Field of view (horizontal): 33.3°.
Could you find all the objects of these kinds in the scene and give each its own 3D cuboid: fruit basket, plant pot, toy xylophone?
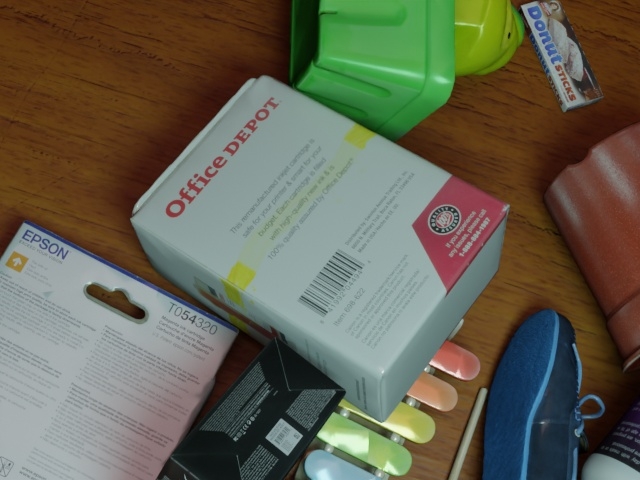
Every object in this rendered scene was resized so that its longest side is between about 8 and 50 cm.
[{"bbox_3d":[0.147,-0.326,1.455,0.392,0.283,0.392,3,79,-16],"label":"fruit basket"},{"bbox_3d":[0.455,-0.004,1.442,0.272,0.272,0.265,-24,70,-14],"label":"plant pot"},{"bbox_3d":[0.100,0.227,1.401,0.236,0.081,0.322,19,71,-3],"label":"toy xylophone"}]

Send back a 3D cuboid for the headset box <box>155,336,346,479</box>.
[{"bbox_3d":[-0.116,0.282,1.236,0.110,0.293,0.218,37,44,6],"label":"headset box"}]

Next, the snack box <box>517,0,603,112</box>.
[{"bbox_3d":[0.365,-0.285,1.627,0.064,0.022,0.178,-19,77,-12],"label":"snack box"}]

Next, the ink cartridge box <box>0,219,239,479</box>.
[{"bbox_3d":[-0.319,0.189,1.361,0.324,0.071,0.330,28,68,1],"label":"ink cartridge box"}]

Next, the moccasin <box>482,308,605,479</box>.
[{"bbox_3d":[0.284,0.259,1.391,0.117,0.138,0.342,27,64,-19],"label":"moccasin"}]

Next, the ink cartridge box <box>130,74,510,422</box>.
[{"bbox_3d":[0.000,0.000,1.358,0.385,0.160,0.279,32,67,20],"label":"ink cartridge box"}]

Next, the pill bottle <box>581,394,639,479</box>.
[{"bbox_3d":[0.442,0.263,1.288,0.181,0.181,0.323,43,77,6],"label":"pill bottle"}]
